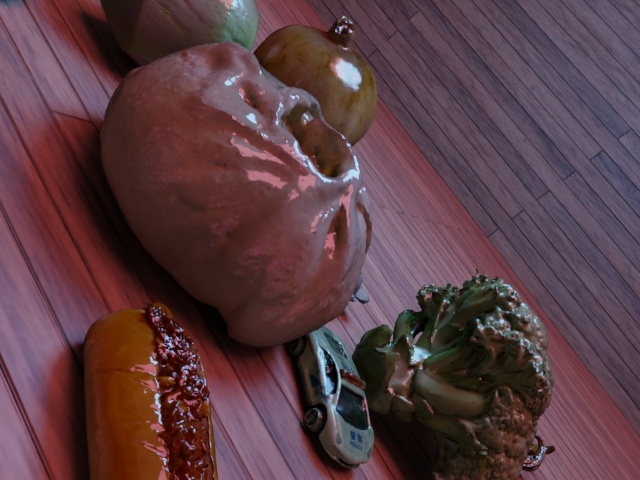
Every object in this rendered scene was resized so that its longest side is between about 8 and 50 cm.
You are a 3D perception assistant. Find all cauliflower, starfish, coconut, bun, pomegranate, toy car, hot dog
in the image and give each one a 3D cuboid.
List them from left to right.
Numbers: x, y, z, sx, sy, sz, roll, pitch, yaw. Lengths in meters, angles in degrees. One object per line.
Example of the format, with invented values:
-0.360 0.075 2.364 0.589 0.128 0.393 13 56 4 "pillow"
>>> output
-0.118 0.134 0.468 0.102 0.076 0.249 30 28 -39 "hot dog"
-0.209 -0.329 0.950 0.236 0.204 0.236 16 49 -19 "coconut"
-0.073 -0.074 0.746 0.365 0.219 0.365 47 17 -19 "bun"
-0.015 -0.280 1.191 0.252 0.270 0.229 46 26 10 "pomegranate"
0.020 0.169 0.744 0.093 0.058 0.186 38 22 -36 "toy car"
0.160 0.173 0.835 0.250 0.272 0.275 13 13 -11 "cauliflower"
0.340 0.329 1.140 0.190 0.074 0.146 35 25 -37 "starfish"

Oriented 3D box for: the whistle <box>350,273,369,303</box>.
0.000 0.000 0.995 0.114 0.077 0.235 18 34 -46 "whistle"
